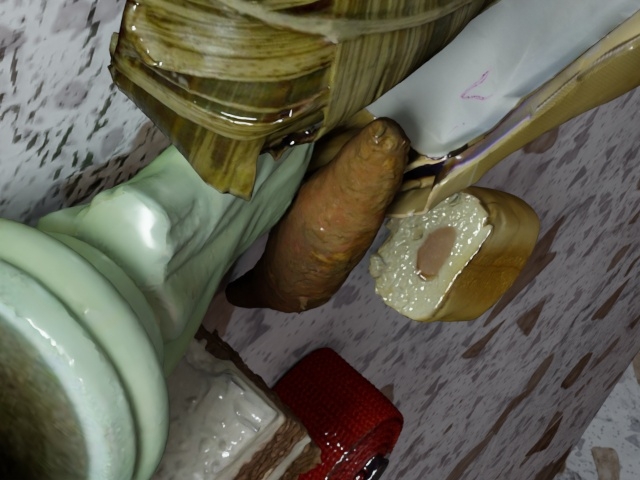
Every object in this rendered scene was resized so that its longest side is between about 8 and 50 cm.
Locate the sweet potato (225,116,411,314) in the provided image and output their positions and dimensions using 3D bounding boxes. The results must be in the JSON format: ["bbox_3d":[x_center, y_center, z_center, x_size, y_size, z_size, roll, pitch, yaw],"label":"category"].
[{"bbox_3d":[0.000,0.000,0.876,0.066,0.072,0.314,1,161,-16],"label":"sweet potato"}]

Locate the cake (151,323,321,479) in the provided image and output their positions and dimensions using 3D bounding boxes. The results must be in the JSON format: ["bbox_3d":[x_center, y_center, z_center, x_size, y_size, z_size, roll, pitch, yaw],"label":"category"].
[{"bbox_3d":[-0.093,0.139,0.952,0.134,0.135,0.147,-48,159,1],"label":"cake"}]

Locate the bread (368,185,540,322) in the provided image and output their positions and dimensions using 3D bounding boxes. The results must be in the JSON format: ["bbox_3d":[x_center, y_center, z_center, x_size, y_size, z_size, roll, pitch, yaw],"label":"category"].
[{"bbox_3d":[0.125,0.008,1.234,0.134,0.085,0.173,-58,156,11],"label":"bread"}]

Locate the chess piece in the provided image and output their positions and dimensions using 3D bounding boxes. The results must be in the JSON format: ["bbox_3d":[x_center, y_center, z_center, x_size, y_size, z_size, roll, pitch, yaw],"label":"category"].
[{"bbox_3d":[-0.101,0.015,0.757,0.298,0.175,0.176,-46,162,-48],"label":"chess piece"}]

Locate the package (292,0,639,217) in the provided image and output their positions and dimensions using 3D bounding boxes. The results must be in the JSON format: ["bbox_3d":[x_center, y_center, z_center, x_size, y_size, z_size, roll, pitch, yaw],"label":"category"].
[{"bbox_3d":[0.137,-0.128,0.928,0.311,0.165,0.221,-38,156,-26],"label":"package"}]

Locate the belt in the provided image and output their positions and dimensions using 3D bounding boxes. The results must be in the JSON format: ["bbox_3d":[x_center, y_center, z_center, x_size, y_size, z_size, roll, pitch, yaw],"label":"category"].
[{"bbox_3d":[-0.006,0.213,1.265,0.128,0.124,0.201,-3,129,-59],"label":"belt"}]

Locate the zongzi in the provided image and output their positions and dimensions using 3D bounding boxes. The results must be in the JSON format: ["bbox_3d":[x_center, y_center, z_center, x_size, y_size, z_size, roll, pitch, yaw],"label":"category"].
[{"bbox_3d":[0.035,-0.190,0.652,0.286,0.134,0.288,-42,164,-31],"label":"zongzi"}]
